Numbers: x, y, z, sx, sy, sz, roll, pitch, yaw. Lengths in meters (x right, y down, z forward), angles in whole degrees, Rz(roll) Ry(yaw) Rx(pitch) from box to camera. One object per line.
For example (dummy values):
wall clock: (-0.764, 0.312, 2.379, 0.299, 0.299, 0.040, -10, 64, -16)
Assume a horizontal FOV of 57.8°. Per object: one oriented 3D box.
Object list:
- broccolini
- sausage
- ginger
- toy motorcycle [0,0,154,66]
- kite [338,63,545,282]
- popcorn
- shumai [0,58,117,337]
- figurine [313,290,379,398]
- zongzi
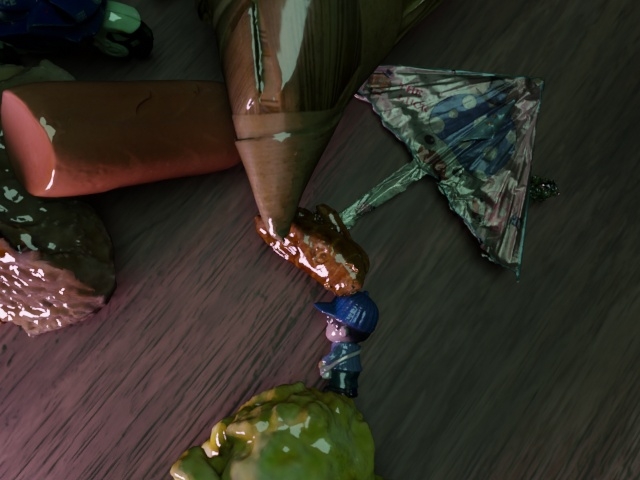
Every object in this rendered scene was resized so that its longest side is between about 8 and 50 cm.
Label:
broccolini: (0.248, -0.106, 0.832, 0.194, 0.054, 0.052, 31, 96, 2)
sausage: (-0.203, -0.126, 0.677, 0.304, 0.121, 0.121, -20, 79, -51)
ginger: (0.000, 0.000, 0.750, 0.162, 0.103, 0.073, 35, 112, 10)
toy motorcycle: (-0.380, -0.290, 0.710, 0.331, 0.196, 0.125, 6, 79, -7)
kite: (0.174, -0.125, 0.812, 0.368, 0.014, 0.406, -36, 78, -5)
popcorn: (-0.039, 0.282, 0.643, 0.255, 0.195, 0.256, 30, 58, -6)
shumai: (-0.395, -0.064, 0.708, 0.346, 0.217, 0.283, 20, 44, -15)
figurine: (0.037, 0.131, 0.740, 0.079, 0.077, 0.136, -12, 75, 30)
zongzi: (0.092, -0.271, 0.771, 0.500, 0.218, 0.466, -14, 93, -23)
